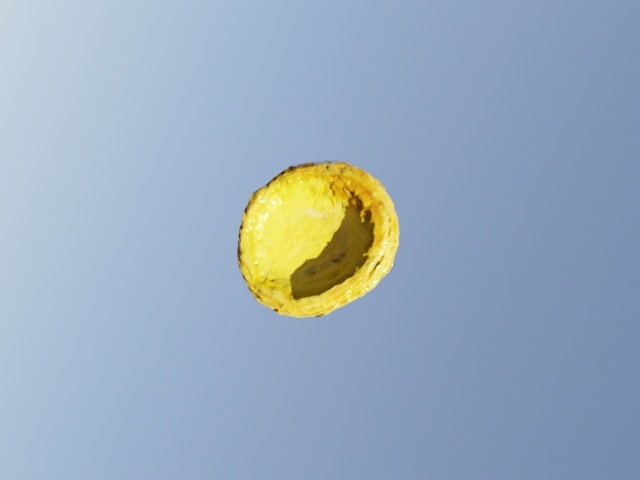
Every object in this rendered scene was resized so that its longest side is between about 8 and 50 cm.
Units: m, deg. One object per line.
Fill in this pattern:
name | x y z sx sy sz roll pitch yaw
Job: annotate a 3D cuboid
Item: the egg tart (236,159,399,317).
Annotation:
egg tart | 0.000 0.000 1.406 0.294 0.123 0.294 -4 -105 17
